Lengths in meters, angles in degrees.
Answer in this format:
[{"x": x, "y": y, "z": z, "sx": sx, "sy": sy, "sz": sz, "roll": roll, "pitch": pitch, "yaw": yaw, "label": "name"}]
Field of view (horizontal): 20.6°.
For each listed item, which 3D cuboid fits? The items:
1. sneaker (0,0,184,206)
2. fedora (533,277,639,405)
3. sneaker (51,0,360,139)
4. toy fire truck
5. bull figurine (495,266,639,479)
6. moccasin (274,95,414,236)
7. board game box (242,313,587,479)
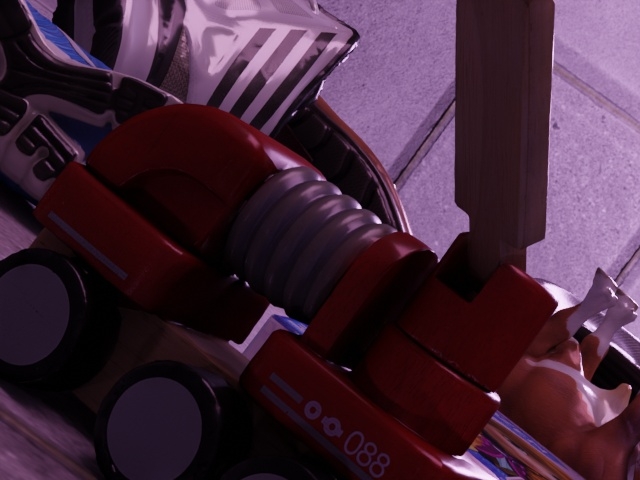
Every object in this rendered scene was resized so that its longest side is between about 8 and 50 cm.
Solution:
[{"x": -0.205, "y": -0.093, "z": 1.128, "sx": 0.330, "sy": 0.130, "sz": 0.147, "roll": 39, "pitch": -10, "yaw": 2, "label": "sneaker"}, {"x": 0.227, "y": 0.163, "z": 1.489, "sx": 0.244, "sy": 0.124, "sz": 0.275, "roll": 31, "pitch": 17, "yaw": -24, "label": "fedora"}, {"x": -0.108, "y": -0.242, "z": 1.618, "sx": 0.257, "sy": 0.169, "sz": 0.447, "roll": 21, "pitch": 45, "yaw": -27, "label": "sneaker"}, {"x": 0.000, "y": 0.000, "z": 0.710, "sx": 0.217, "sy": 0.246, "sz": 0.158, "roll": 38, "pitch": 5, "yaw": 27, "label": "toy fire truck"}, {"x": 0.172, "y": 0.120, "z": 1.288, "sx": 0.101, "sy": 0.188, "sz": 0.310, "roll": 41, "pitch": 6, "yaw": -36, "label": "bull figurine"}, {"x": -0.013, "y": -0.050, "z": 1.695, "sx": 0.380, "sy": 0.139, "sz": 0.147, "roll": 50, "pitch": 2, "yaw": 31, "label": "moccasin"}, {"x": 0.124, "y": 0.173, "z": 1.009, "sx": 0.319, "sy": 0.066, "sz": 0.318, "roll": 38, "pitch": 5, "yaw": 19, "label": "board game box"}]
